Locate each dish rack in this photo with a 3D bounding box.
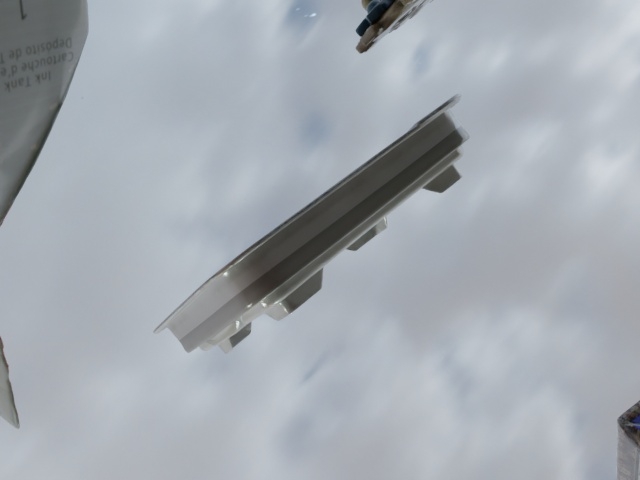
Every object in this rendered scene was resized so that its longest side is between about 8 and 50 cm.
[{"bbox_3d":[0.000,0.000,0.842,0.332,0.285,0.072,-37,-89,-30],"label":"dish rack"}]

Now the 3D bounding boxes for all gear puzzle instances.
[{"bbox_3d":[0.140,-0.288,0.692,0.044,0.339,0.175,49,-125,-2],"label":"gear puzzle"}]

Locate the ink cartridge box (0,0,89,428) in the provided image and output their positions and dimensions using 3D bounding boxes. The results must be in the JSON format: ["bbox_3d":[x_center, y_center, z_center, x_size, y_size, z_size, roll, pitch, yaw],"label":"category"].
[{"bbox_3d":[-0.263,-0.114,0.520,0.091,0.308,0.385,-29,-46,-42],"label":"ink cartridge box"}]

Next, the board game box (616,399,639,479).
[{"bbox_3d":[0.286,0.184,0.428,0.141,0.232,0.291,-36,-35,-5],"label":"board game box"}]
